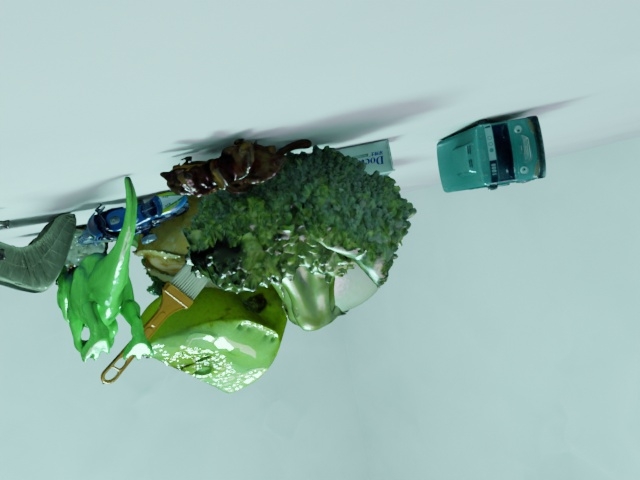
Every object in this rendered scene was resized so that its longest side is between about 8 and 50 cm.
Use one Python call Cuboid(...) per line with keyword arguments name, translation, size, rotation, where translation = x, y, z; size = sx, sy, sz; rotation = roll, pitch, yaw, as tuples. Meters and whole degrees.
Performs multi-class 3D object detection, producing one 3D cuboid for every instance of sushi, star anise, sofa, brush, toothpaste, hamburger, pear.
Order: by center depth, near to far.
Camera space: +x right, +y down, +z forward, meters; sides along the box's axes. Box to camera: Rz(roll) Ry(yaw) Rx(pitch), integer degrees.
Cuboid(name="star anise", translation=(-0.106, -0.108, 0.999), size=(0.233, 0.073, 0.177), rotation=(-21, -169, -10))
Cuboid(name="toothpaste", translation=(-0.021, -0.123, 1.329), size=(0.312, 0.071, 0.089), rotation=(-11, 178, -1))
Cuboid(name="brush", translation=(-0.355, 0.179, 1.497), size=(0.017, 0.314, 0.090), rotation=(32, 168, 44))
Cuboid(name="sofa", translation=(-0.663, 0.004, 1.510), size=(0.225, 0.176, 0.210), rotation=(20, 165, -25))
Cuboid(name="hamburger", translation=(-0.231, -0.013, 1.599), size=(0.329, 0.209, 0.162), rotation=(3, 149, 21))
Cuboid(name="pear", translation=(-0.226, 0.193, 1.723), size=(0.317, 0.239, 0.342), rotation=(-28, 140, 21))
Cuboid(name="sushi", translation=(-0.671, 0.040, 1.901), size=(0.212, 0.147, 0.115), rotation=(-18, 177, -10))

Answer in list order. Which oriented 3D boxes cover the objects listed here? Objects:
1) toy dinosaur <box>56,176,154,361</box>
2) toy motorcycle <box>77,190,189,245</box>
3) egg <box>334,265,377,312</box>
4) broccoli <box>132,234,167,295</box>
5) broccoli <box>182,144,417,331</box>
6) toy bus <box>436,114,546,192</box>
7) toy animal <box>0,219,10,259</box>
Cuboid(name="toy dinosaur", translation=(-0.419, 0.029, 1.359), size=(0.143, 0.500, 0.374), rotation=(-3, -147, -33))
Cuboid(name="toy motorcycle", translation=(-0.394, -0.044, 1.475), size=(0.254, 0.092, 0.135), rotation=(-20, 171, -3))
Cuboid(name="egg", translation=(0.000, 0.000, 1.780), size=(0.354, 0.355, 0.340), rotation=(-11, 166, 7))
Cuboid(name="broccoli", translation=(-0.404, 0.012, 1.796), size=(0.268, 0.254, 0.269), rotation=(18, 179, 0))
Cuboid(name="broccoli", translation=(-0.051, -0.013, 1.151), size=(0.338, 0.318, 0.277), rotation=(13, -143, -15))
Cuboid(name="toy bus", translation=(0.326, -0.162, 1.388), size=(0.146, 0.129, 0.256), rotation=(-9, -178, -8))
Cuboid(name="toy animal", translation=(-0.660, -0.001, 1.259), size=(0.175, 0.074, 0.216), rotation=(7, 165, -35))
